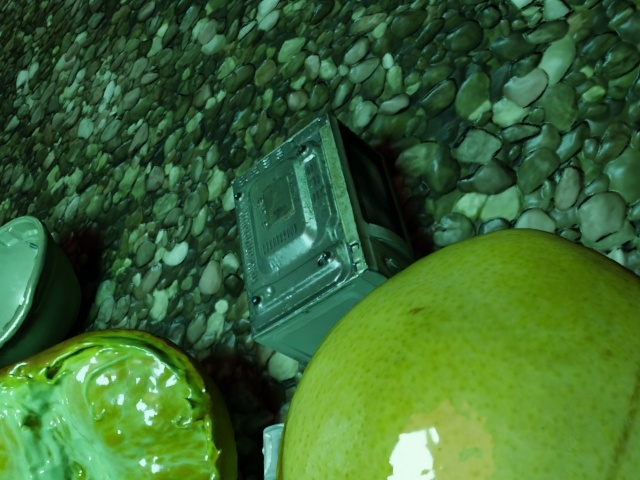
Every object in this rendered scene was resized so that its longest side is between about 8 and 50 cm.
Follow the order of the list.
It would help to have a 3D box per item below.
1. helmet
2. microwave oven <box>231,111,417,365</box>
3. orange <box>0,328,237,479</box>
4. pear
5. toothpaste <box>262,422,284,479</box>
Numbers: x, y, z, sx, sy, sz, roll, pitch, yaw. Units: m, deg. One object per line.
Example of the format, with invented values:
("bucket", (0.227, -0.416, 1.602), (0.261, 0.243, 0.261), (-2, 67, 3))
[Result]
("helmet", (-0.421, 0.106, 1.102), (0.258, 0.137, 0.204), (-53, 43, -5))
("microwave oven", (0.000, 0.000, 0.801), (0.163, 0.129, 0.205), (-32, 48, 22))
("orange", (-0.238, 0.238, 0.803), (0.334, 0.196, 0.263), (-26, 73, 0))
("pear", (0.116, 0.153, 0.504), (0.314, 0.314, 0.315), (-21, 54, 32))
("toothpaste", (-0.017, 0.324, 0.682), (0.100, 0.066, 0.323), (-17, 61, 28))
